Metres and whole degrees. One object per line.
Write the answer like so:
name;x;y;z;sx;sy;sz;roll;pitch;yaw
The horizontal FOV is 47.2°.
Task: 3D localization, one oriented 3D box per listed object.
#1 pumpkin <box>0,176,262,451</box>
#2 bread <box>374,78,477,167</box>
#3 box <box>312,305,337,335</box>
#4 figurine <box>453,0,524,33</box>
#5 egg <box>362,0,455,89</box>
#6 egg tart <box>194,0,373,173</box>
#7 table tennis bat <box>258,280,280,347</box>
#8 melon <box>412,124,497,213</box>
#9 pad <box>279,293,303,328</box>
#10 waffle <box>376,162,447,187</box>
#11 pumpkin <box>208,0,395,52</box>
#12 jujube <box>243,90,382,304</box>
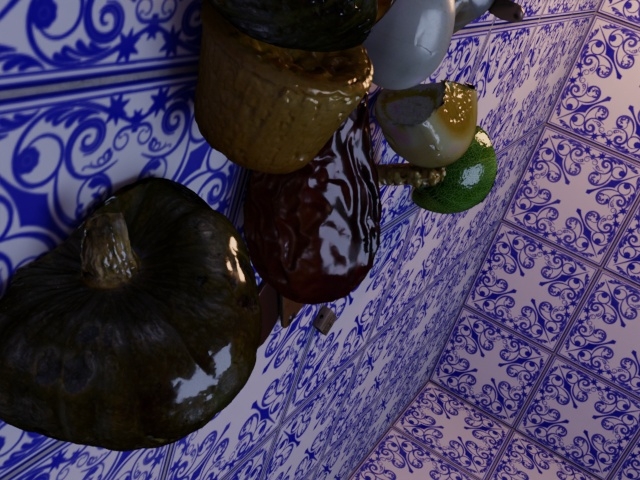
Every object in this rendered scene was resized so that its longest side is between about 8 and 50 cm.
pumpkin;-0.178;0.081;0.775;0.325;0.232;0.242;-53;157;-32
bread;0.191;-0.210;1.343;0.261;0.158;0.156;-4;94;-55
box;0.011;0.186;1.693;0.053;0.024;0.083;-58;159;-10
figurine;0.330;-0.514;1.315;0.380;0.203;0.248;-46;143;-2
egg;0.122;-0.325;1.081;0.151;0.151;0.209;-37;147;-50
egg tart;-0.057;-0.174;0.818;0.202;0.202;0.147;-37;164;-50
table tennis bat;-0.123;0.177;1.349;0.274;0.021;0.154;-66;162;6
melon;0.342;-0.142;1.864;0.169;0.129;0.265;-21;150;-45
pad;0.000;0.000;1.410;0.284;0.018;0.286;-53;160;-32
waffle;0.168;-0.129;1.434;0.161;0.192;0.046;-13;104;-53
pumpkin;-0.008;-0.334;0.659;0.320;0.192;0.320;-47;150;-38
jujube;-0.007;-0.077;1.055;0.216;0.216;0.342;-36;140;-52
